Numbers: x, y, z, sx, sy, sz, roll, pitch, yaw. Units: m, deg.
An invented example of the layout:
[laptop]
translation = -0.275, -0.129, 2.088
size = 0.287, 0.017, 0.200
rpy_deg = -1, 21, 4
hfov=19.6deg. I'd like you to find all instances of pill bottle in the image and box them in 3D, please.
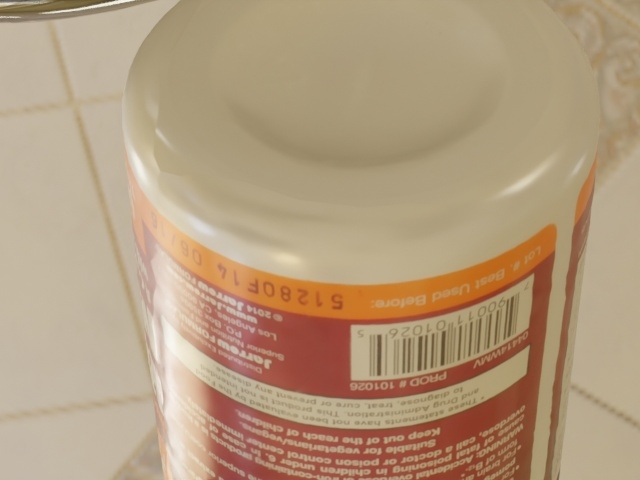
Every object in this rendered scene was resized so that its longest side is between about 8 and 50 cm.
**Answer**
[pill bottle]
translation = 0.012, 0.036, 0.532
size = 0.121, 0.121, 0.221
rpy_deg = 0, 134, 1

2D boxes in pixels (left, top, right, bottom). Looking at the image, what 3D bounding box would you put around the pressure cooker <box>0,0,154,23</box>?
[pressure cooker]
translation = -0.090, -0.292, 0.693
size = 0.376, 0.420, 0.370
rpy_deg = -8, 164, -33
